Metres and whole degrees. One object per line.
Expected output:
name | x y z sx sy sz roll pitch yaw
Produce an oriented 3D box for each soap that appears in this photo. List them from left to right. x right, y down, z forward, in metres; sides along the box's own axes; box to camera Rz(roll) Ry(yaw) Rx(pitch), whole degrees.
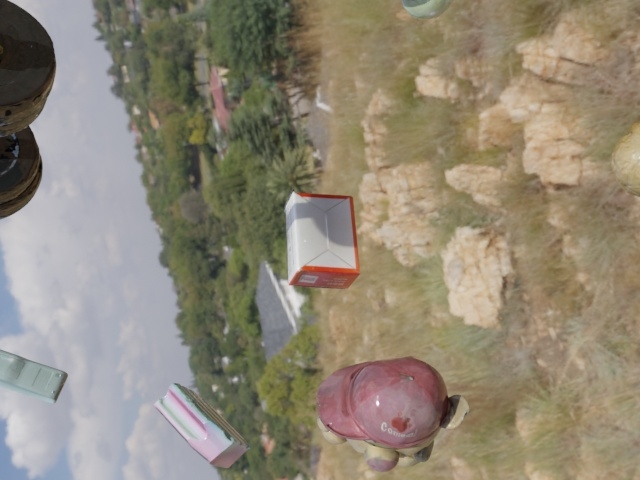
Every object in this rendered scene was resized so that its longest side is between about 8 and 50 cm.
soap | -0.190 0.306 1.079 0.149 0.056 0.100 37 173 29

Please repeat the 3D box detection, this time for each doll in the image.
doll | 0.092 0.252 0.952 0.256 0.196 0.152 100 156 -66

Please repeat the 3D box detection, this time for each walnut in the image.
walnut | 0.605 -0.145 1.179 0.155 0.184 0.155 -11 73 37

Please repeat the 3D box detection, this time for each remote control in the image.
remote control | -0.527 0.229 1.145 0.029 0.162 0.061 125 162 -48

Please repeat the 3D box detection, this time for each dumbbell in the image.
dumbbell | -0.456 -0.164 0.870 0.388 0.185 0.185 -46 58 52

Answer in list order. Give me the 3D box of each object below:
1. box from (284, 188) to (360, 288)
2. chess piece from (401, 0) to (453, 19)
box | 0.000 0.000 1.332 0.099 0.133 0.182 125 144 -59
chess piece | 0.149 -0.486 1.143 0.251 0.144 0.144 29 -155 -44
